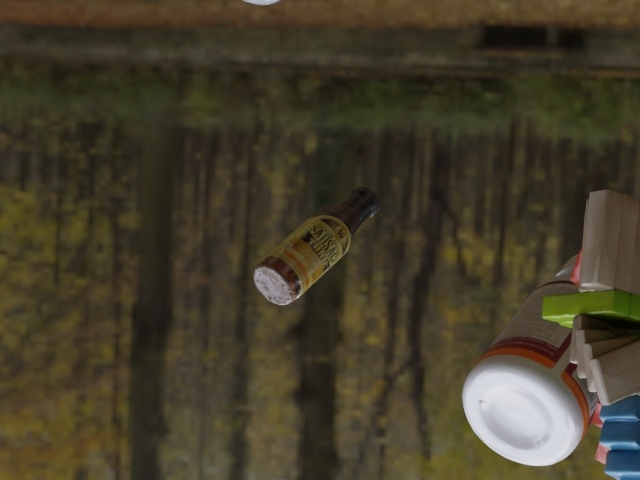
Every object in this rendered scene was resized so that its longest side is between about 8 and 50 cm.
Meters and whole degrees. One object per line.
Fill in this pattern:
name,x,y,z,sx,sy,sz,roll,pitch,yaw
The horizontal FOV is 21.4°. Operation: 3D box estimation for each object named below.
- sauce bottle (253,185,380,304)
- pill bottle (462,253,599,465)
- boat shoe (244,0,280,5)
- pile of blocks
sauce bottle,0.000,0.000,1.312,0.042,0.042,0.128,5,-142,41
pill bottle,0.235,0.108,1.637,0.121,0.121,0.221,4,-148,33
boat shoe,0.027,-0.251,1.268,0.088,0.096,0.267,14,147,-27
pile of blocks,0.259,0.136,1.469,0.149,0.362,0.113,-14,-178,-38
